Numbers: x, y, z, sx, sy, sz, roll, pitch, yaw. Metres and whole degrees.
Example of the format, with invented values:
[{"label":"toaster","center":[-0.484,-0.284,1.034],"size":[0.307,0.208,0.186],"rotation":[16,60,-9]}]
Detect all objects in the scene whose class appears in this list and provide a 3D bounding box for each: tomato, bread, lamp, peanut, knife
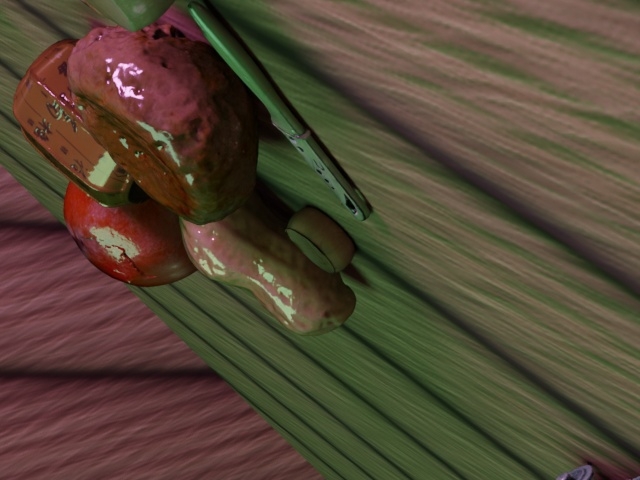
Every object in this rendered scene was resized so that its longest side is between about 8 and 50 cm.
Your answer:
[{"label":"tomato","center":[-0.233,-0.036,1.627],"size":[0.208,0.184,0.208],"rotation":[38,165,13]},{"label":"bread","center":[-0.148,-0.125,1.254],"size":[0.230,0.123,0.230],"rotation":[42,163,16]},{"label":"lamp","center":[-0.250,-0.136,1.444],"size":[0.185,0.161,0.161],"rotation":[40,166,12]},{"label":"peanut","center":[-0.074,0.019,1.490],"size":[0.257,0.123,0.123],"rotation":[43,167,5]},{"label":"knife","center":[-0.035,-0.116,1.183],"size":[0.293,0.020,0.043],"rotation":[49,163,-30]}]

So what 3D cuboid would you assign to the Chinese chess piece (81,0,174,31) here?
[{"label":"Chinese chess piece","center":[-0.193,-0.253,1.012],"size":[0.188,0.083,0.188],"rotation":[41,175,5]}]

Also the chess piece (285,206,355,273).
[{"label":"chess piece","center":[0.000,0.000,1.406],"size":[0.084,0.038,0.083],"rotation":[38,168,10]}]

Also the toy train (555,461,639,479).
[{"label":"toy train","center":[0.290,0.336,1.307],"size":[0.126,0.189,0.307],"rotation":[45,165,-4]}]
